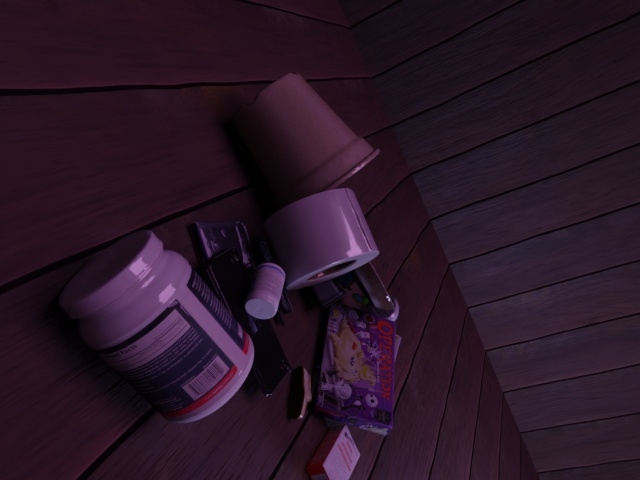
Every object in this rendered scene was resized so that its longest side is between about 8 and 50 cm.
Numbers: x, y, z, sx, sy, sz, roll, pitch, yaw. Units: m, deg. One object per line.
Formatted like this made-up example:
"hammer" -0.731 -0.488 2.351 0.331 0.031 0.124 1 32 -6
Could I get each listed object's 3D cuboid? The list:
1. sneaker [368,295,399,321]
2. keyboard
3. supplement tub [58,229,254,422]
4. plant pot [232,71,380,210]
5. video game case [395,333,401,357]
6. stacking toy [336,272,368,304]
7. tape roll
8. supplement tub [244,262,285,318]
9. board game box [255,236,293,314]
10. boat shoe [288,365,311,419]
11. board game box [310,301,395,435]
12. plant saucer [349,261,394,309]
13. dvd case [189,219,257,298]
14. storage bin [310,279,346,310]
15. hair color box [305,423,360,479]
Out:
"sneaker" 0.214 0.234 1.748 0.258 0.094 0.091 -97 163 -77
"keyboard" -0.144 0.161 1.165 0.317 0.033 0.201 68 26 -8
"supplement tub" -0.251 0.138 0.844 0.272 0.191 0.191 57 28 -26
"plant pot" -0.062 -0.266 1.432 0.305 0.334 0.334 53 27 -7
"video game case" 0.135 0.301 1.564 0.193 0.023 0.212 30 28 4
"stacking toy" 0.050 0.082 1.524 0.221 0.052 0.167 49 -2 -19
"tape roll" 0.000 0.000 1.294 0.246 0.246 0.169 2 63 -63
"supplement tub" -0.118 0.107 1.138 0.071 0.071 0.107 53 30 -31
"board game box" -0.113 0.083 1.288 0.126 0.026 0.186 175 -106 -85
"boat shoe" -0.042 0.364 1.256 0.045 0.050 0.135 44 34 -33
"board game box" 0.097 0.331 1.431 0.208 0.056 0.346 22 41 -11
"plant saucer" 0.109 0.076 1.519 0.310 0.050 0.310 59 -2 4
"dvd case" -0.197 0.070 1.194 0.179 0.030 0.238 -8 79 -65
"storage bin" 0.005 0.133 1.478 0.091 0.098 0.135 58 1 2
"hair color box" 0.033 0.532 1.277 0.093 0.053 0.167 66 27 -5
